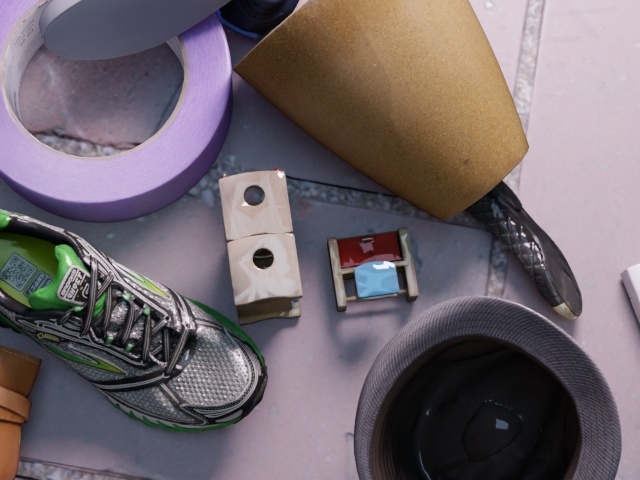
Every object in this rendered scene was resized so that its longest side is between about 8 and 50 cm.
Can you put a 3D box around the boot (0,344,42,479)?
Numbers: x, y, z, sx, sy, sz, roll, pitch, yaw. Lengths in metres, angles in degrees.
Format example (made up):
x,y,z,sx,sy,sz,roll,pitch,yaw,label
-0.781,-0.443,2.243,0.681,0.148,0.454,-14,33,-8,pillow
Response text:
x,y,z,sx,sy,sz,roll,pitch,yaw,label
-0.424,0.168,1.199,0.284,0.109,0.220,19,79,0,boot

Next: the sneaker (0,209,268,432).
x,y,z,sx,sy,sz,roll,pitch,yaw,label
-0.212,0.081,1.211,0.344,0.146,0.134,25,78,2,sneaker

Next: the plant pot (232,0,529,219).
x,y,z,sx,sy,sz,roll,pitch,yaw,label
0.082,-0.152,1.254,0.237,0.237,0.254,-41,97,-10,plant pot

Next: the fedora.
x,y,z,sx,sy,sz,roll,pitch,yaw,label
0.163,0.177,1.189,0.244,0.124,0.275,33,109,16,fedora

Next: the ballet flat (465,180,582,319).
x,y,z,sx,sy,sz,roll,pitch,yaw,label
0.213,0.011,1.303,0.049,0.057,0.173,-41,79,31,ballet flat

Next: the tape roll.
x,y,z,sx,sy,sz,roll,pitch,yaw,label
-0.228,-0.161,1.293,0.275,0.090,0.274,1,77,-3,tape roll

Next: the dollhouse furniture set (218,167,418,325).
x,y,z,sx,sy,sz,roll,pitch,yaw,label
0.000,0.000,1.246,0.184,0.129,0.128,-8,78,-3,dollhouse furniture set

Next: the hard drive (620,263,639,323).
x,y,z,sx,sy,sz,roll,pitch,yaw,label
0.459,0.142,1.281,0.203,0.040,0.307,-18,79,-6,hard drive

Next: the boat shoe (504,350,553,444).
x,y,z,sx,sy,sz,roll,pitch,yaw,label
0.214,0.141,1.265,0.048,0.056,0.153,-27,81,-17,boat shoe

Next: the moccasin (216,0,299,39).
x,y,z,sx,sy,sz,roll,pitch,yaw,label
-0.018,-0.380,1.326,0.138,0.117,0.341,11,81,-18,moccasin

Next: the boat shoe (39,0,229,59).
x,y,z,sx,sy,sz,roll,pitch,yaw,label
-0.141,-0.284,1.217,0.306,0.113,0.105,-30,62,8,boat shoe
